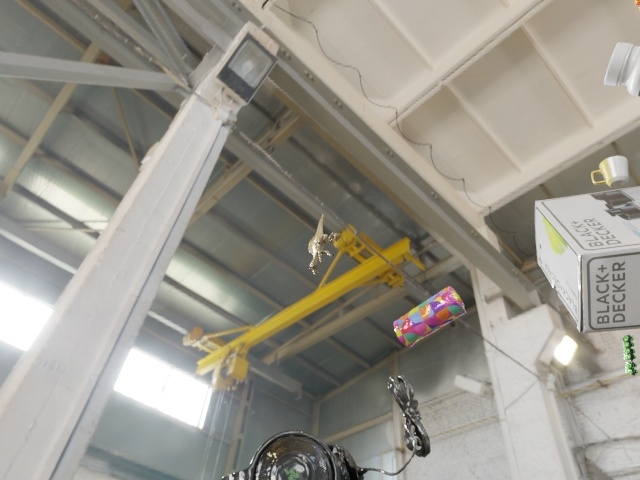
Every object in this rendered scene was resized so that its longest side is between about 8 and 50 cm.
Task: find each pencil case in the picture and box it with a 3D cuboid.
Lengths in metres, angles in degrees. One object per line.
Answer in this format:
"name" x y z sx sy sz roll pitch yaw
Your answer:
"pencil case" 0.341 0.243 1.464 0.236 0.104 0.104 -38 -60 22

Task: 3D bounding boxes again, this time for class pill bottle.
"pill bottle" 0.654 -0.322 0.874 0.193 0.108 0.108 20 -40 30

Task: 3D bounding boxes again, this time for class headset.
"headset" -0.019 0.358 0.741 0.394 0.185 0.243 -22 -36 10

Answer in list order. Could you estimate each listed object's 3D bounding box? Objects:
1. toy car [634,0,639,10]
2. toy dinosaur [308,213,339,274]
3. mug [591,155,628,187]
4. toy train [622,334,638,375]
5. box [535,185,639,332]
"toy car" 0.573 -0.459 0.870 0.040 0.122 0.060 -31 -46 -13
"toy dinosaur" 0.000 0.000 1.283 0.053 0.183 0.092 21 -20 -38
"mug" 0.742 -0.166 1.179 0.062 0.064 0.078 14 -28 -16
"toy train" 0.644 0.238 0.969 0.017 0.083 0.024 0 -12 -1
"box" 0.391 0.002 0.471 0.289 0.169 0.087 -8 -69 15
